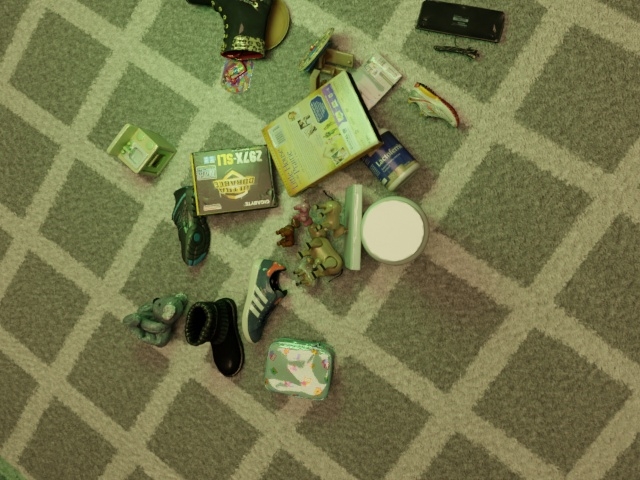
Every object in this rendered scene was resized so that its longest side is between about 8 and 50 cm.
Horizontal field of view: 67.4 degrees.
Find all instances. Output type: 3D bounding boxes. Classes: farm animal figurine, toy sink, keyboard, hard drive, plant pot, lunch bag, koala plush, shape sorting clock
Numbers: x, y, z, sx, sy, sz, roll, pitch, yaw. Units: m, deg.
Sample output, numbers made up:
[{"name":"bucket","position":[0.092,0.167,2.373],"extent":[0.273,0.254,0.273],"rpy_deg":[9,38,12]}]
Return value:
[{"name":"farm animal figurine","position":[0.000,0.000,1.854],"extent":[0.330,0.172,0.327],"rpy_deg":[-23,88,49]},{"name":"toy sink","position":[-0.732,-0.366,1.990],"extent":[0.131,0.234,0.153],"rpy_deg":[42,99,9]},{"name":"keyboard","position":[0.516,-0.787,1.807],"extent":[0.317,0.033,0.202],"rpy_deg":[16,88,13]},{"name":"hard drive","position":[0.123,-0.050,1.826],"extent":[0.040,0.203,0.308],"rpy_deg":[2,92,-6]},{"name":"plant pot","position":[-0.238,-0.891,1.970],"extent":[0.236,0.032,0.236],"rpy_deg":[0,92,13]},{"name":"lunch bag","position":[-0.077,0.510,1.932],"extent":[0.279,0.108,0.224],"rpy_deg":[7,88,11]},{"name":"koala plush","position":[-0.664,0.318,2.027],"extent":[0.221,0.196,0.203],"rpy_deg":[-42,94,10]},{"name":"shape sorting clock","position":[-0.020,-0.735,1.847],"extent":[0.040,0.206,0.206],"rpy_deg":[33,99,-19]}]

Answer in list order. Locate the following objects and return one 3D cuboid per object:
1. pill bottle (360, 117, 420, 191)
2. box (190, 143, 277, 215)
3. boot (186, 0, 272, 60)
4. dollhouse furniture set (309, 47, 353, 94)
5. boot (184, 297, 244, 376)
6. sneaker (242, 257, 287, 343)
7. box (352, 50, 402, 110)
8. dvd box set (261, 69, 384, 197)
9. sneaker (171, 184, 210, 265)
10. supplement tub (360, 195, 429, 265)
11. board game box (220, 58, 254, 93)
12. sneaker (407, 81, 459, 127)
[{"name":"pill bottle","position":[0.237,-0.326,1.818],"extent":[0.153,0.153,0.265],"rpy_deg":[-42,82,10]},{"name":"box","position":[-0.349,-0.243,1.952],"extent":[0.321,0.079,0.257],"rpy_deg":[-6,88,-2]},{"name":"boot","position":[-0.373,-0.882,1.920],"extent":[0.377,0.138,0.284],"rpy_deg":[4,93,7]},{"name":"dollhouse furniture set","position":[0.043,-0.629,1.858],"extent":[0.123,0.144,0.151],"rpy_deg":[18,59,11]},{"name":"boot","position":[-0.426,0.403,1.928],"extent":[0.131,0.260,0.348],"rpy_deg":[-10,89,13]},{"name":"sneaker","position":[-0.216,0.253,1.944],"extent":[0.148,0.131,0.350],"rpy_deg":[9,93,17]},{"name":"box","position":[0.204,-0.618,1.876],"extent":[0.186,0.038,0.145],"rpy_deg":[-46,82,9]},{"name":"dvd box set","position":[-0.004,-0.392,1.818],"extent":[0.420,0.062,0.308],"rpy_deg":[-29,79,27]},{"name":"sneaker","position":[-0.555,-0.063,2.033],"extent":[0.139,0.125,0.341],"rpy_deg":[0,86,29]},{"name":"supplement tub","position":[0.270,-0.036,1.726],"extent":[0.241,0.331,0.241],"rpy_deg":[0,91,12]},{"name":"board game box","position":[-0.353,-0.701,1.999],"extent":[0.133,0.033,0.169],"rpy_deg":[15,95,12]},{"name":"sneaker","position":[0.430,-0.499,1.816],"extent":[0.225,0.088,0.093],"rpy_deg":[41,120,9]}]
